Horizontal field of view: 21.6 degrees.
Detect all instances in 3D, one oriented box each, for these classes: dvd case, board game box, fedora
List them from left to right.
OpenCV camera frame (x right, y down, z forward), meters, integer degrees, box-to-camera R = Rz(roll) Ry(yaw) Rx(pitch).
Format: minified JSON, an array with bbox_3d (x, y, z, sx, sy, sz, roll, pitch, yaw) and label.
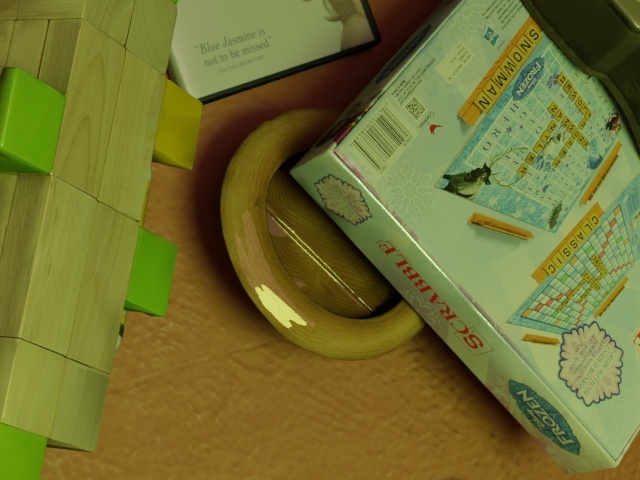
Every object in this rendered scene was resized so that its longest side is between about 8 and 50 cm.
[{"bbox_3d":[-0.070,-0.244,1.290,0.180,0.022,0.253,-22,92,-27],"label":"dvd case"},{"bbox_3d":[0.000,0.000,1.252,0.194,0.079,0.194,6,75,-26],"label":"fedora"},{"bbox_3d":[0.183,-0.045,1.281,0.318,0.066,0.319,48,59,-11],"label":"board game box"}]

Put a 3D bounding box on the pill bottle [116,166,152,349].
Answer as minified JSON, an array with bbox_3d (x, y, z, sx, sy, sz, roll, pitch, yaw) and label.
[{"bbox_3d":[-0.173,-0.018,1.159,0.103,0.103,0.184,15,75,-23],"label":"pill bottle"}]

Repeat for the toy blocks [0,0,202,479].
[{"bbox_3d":[-0.246,-0.028,1.049,0.191,0.261,0.381,32,63,-59],"label":"toy blocks"}]

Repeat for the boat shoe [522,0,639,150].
[{"bbox_3d":[0.282,-0.122,1.254,0.104,0.110,0.307,-41,99,-32],"label":"boat shoe"}]
